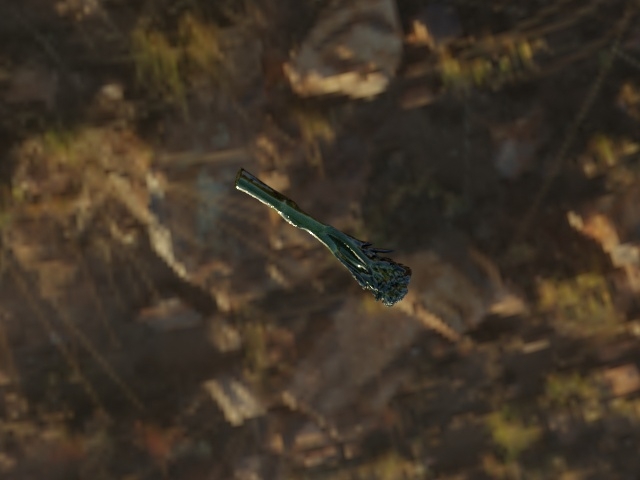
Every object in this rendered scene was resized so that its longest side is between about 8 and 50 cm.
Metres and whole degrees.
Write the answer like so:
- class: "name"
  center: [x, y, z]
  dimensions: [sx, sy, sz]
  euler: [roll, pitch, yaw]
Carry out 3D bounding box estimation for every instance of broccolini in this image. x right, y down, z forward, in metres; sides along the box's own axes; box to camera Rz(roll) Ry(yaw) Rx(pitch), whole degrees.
- class: "broccolini"
  center: [0.000, 0.000, 1.187]
  dimensions: [0.140, 0.035, 0.030]
  euler: [33, 142, -23]
